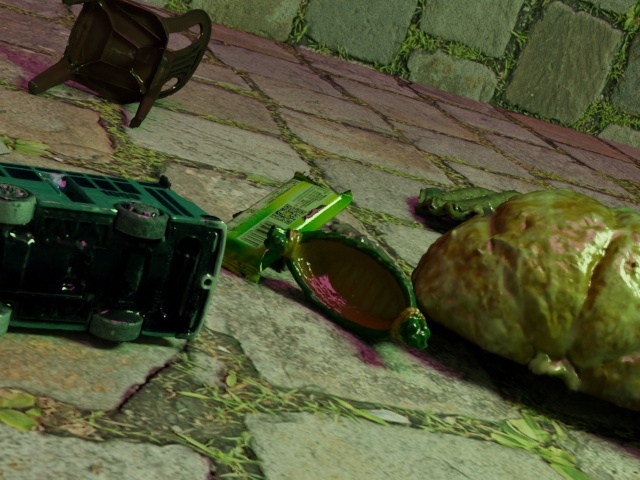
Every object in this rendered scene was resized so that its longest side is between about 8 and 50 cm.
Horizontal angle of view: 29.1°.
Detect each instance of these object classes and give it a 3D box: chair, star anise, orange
[{"bbox_3d":[-0.304,-0.304,1.969,0.183,0.175,0.326,27,18,-3],"label":"chair"},{"bbox_3d":[0.000,0.000,1.482,0.181,0.061,0.205,2,22,-48],"label":"star anise"},{"bbox_3d":[0.290,0.060,1.358,0.369,0.210,0.271,20,4,13],"label":"orange"}]

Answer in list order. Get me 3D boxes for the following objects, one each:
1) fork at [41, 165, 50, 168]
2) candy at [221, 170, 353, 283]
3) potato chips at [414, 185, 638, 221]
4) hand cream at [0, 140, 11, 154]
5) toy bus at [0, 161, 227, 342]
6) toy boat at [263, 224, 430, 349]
[{"bbox_3d":[-0.334,-0.074,1.302,0.016,0.012,0.115,23,14,36],"label":"fork"},{"bbox_3d":[-0.052,-0.019,1.412,0.102,0.032,0.178,20,44,38],"label":"candy"},{"bbox_3d":[0.347,-0.045,1.988,0.359,0.070,0.429,11,5,28],"label":"potato chips"},{"bbox_3d":[-0.447,-0.146,1.489,0.142,0.053,0.084,35,18,17],"label":"hand cream"},{"bbox_3d":[-0.226,0.005,1.066,0.256,0.128,0.147,7,18,-34],"label":"toy bus"},{"bbox_3d":[0.038,0.049,1.302,0.229,0.089,0.088,33,6,31],"label":"toy boat"}]
